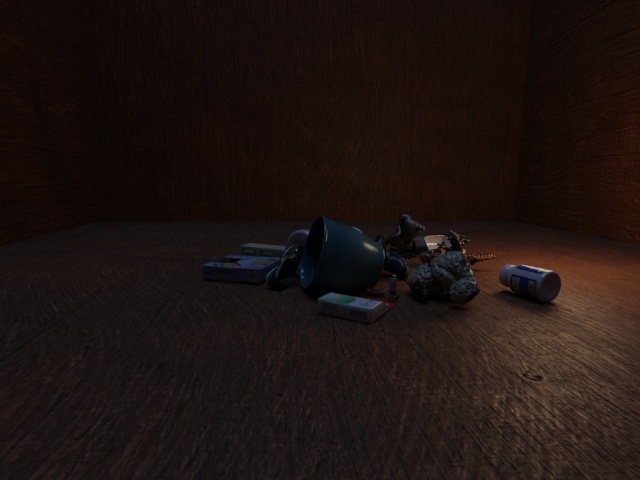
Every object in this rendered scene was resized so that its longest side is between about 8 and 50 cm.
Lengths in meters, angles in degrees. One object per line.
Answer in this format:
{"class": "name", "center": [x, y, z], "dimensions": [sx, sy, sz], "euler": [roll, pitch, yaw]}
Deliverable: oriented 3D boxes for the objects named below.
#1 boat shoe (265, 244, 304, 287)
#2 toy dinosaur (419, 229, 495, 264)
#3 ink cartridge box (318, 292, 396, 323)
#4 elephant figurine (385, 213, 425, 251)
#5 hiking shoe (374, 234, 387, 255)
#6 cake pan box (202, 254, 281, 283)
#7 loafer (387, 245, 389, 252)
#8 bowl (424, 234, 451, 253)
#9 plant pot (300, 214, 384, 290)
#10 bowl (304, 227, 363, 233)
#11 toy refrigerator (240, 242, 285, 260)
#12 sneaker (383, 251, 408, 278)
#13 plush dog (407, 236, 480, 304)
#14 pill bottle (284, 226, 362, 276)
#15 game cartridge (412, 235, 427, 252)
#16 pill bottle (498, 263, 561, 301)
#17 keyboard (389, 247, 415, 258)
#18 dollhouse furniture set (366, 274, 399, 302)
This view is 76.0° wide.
{"class": "boat shoe", "center": [-0.119, 0.095, 1.585], "dimensions": [0.068, 0.081, 0.228], "euler": [-14, 30, 46]}
{"class": "toy dinosaur", "center": [0.644, 0.079, 1.948], "dimensions": [0.321, 0.165, 0.218], "euler": [21, 28, 11]}
{"class": "ink cartridge box", "center": [0.123, 0.195, 1.306], "dimensions": [0.180, 0.056, 0.224], "euler": [6, 12, 29]}
{"class": "elephant figurine", "center": [0.469, -0.018, 2.372], "dimensions": [0.169, 0.239, 0.186], "euler": [43, 4, 20]}
{"class": "hiking shoe", "center": [0.201, 0.065, 1.717], "dimensions": [0.114, 0.086, 0.227], "euler": [2, 51, 34]}
{"class": "cake pan box", "center": [-0.328, 0.117, 1.729], "dimensions": [0.266, 0.070, 0.245], "euler": [3, 7, 16]}
{"class": "loafer", "center": [0.260, 0.079, 1.954], "dimensions": [0.096, 0.084, 0.267], "euler": [6, 10, 30]}
{"class": "bowl", "center": [0.630, 0.040, 2.196], "dimensions": [0.142, 0.053, 0.142], "euler": [-3, 46, -12]}
{"class": "plant pot", "center": [0.087, 0.066, 1.515], "dimensions": [0.255, 0.272, 0.271], "euler": [13, 6, -15]}
{"class": "bowl", "center": [0.084, -0.029, 2.681], "dimensions": [0.390, 0.077, 0.391], "euler": [1, 9, 0]}
{"class": "toy refrigerator", "center": [-0.236, 0.077, 1.881], "dimensions": [0.269, 0.102, 0.094], "euler": [5, 10, 24]}
{"class": "sneaker", "center": [0.278, 0.099, 1.779], "dimensions": [0.106, 0.101, 0.267], "euler": [-24, 33, -19]}
{"class": "plush dog", "center": [0.416, 0.124, 1.446], "dimensions": [0.225, 0.211, 0.262], "euler": [-24, -2, 19]}
{"class": "pill bottle", "center": [0.034, 0.038, 1.820], "dimensions": [0.204, 0.204, 0.361], "euler": [8, 11, 39]}
{"class": "game cartridge", "center": [0.658, 0.027, 2.428], "dimensions": [0.230, 0.068, 0.355], "euler": [6, 9, 6]}
{"class": "pill bottle", "center": [0.746, 0.145, 1.475], "dimensions": [0.111, 0.112, 0.186], "euler": [-3, 10, -23]}
{"class": "keyboard", "center": [0.420, 0.064, 2.230], "dimensions": [0.192, 0.038, 0.100], "euler": [8, 11, 37]}
{"class": "dollhouse furniture set", "center": [0.213, 0.161, 1.430], "dimensions": [0.114, 0.081, 0.091], "euler": [4, 9, 23]}
